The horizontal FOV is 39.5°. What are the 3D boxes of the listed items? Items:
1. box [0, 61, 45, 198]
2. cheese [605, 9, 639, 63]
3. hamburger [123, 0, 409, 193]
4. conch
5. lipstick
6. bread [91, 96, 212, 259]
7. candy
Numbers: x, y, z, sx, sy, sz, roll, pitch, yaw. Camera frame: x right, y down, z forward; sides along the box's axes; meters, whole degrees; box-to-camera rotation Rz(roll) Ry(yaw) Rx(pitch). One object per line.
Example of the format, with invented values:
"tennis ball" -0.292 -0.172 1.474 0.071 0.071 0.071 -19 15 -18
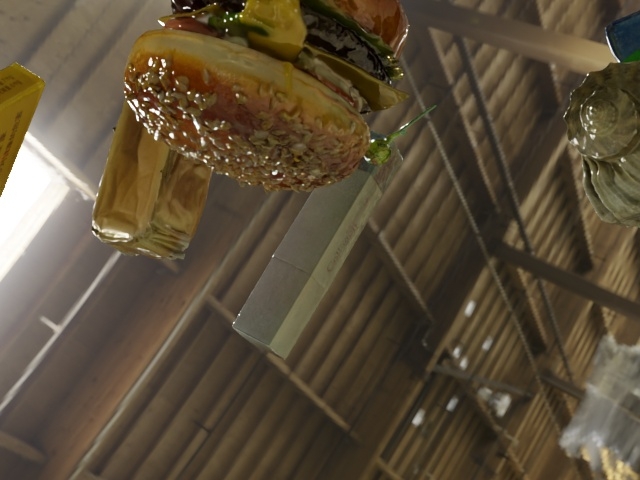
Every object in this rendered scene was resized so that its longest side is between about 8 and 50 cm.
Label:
"box" -0.322 -0.036 0.710 0.152 0.043 0.269 -58 2 32
"cheese" 0.426 -0.131 1.039 0.083 0.204 0.320 17 -125 -64
"hamburger" -0.056 -0.174 0.932 0.291 0.291 0.225 33 -106 -57
"conch" 0.317 -0.088 0.874 0.207 0.130 0.155 15 -73 -44
"lipstick" 0.000 0.000 1.369 0.371 0.079 0.076 -60 -28 -13
"bread" -0.215 -0.097 1.210 0.107 0.136 0.241 24 -106 -50
"candy" 0.111 -0.148 1.230 0.123 0.035 0.035 -39 -46 5
